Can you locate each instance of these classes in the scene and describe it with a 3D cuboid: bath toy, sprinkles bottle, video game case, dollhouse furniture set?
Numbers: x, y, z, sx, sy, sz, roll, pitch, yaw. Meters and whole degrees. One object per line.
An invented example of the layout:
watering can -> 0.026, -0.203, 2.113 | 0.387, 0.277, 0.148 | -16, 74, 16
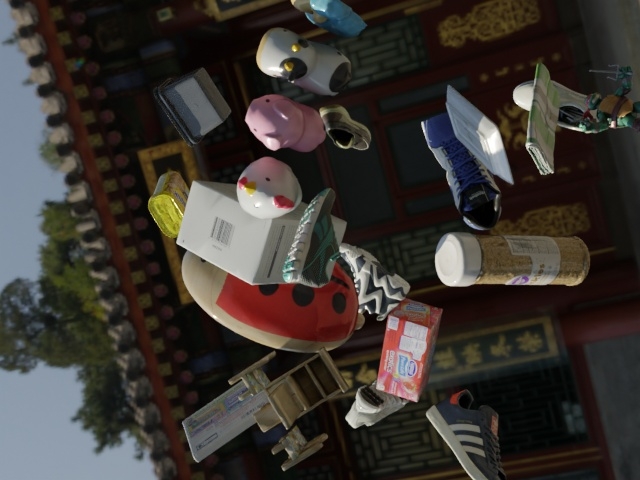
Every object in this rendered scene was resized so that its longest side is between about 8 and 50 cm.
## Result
bath toy -> -0.042, -0.191, 1.240 | 0.129, 0.151, 0.348 | -130, 57, -67
sprinkles bottle -> 0.442, 0.044, 1.901 | 0.121, 0.355, 0.121 | -179, 90, -66
video game case -> -0.215, 0.406, 1.928 | 0.023, 0.212, 0.193 | 59, 172, -19
dollhouse furniture set -> -0.047, 0.325, 1.746 | 0.212, 0.161, 0.242 | 58, -173, 4

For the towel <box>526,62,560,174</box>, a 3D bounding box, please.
towel -> 0.366, -0.196, 1.350 | 0.113, 0.023, 0.152 | 38, -121, -55

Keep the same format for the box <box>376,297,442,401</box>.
box -> 0.251, 0.308, 2.344 | 0.122, 0.128, 0.257 | -42, -36, -58

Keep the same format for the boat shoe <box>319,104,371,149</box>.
boat shoe -> 0.061, -0.263, 2.064 | 0.223, 0.080, 0.073 | 34, -127, -59

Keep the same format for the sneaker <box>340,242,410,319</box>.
sneaker -> 0.110, 0.120, 2.206 | 0.235, 0.153, 0.094 | 36, -168, 21

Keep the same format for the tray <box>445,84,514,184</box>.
tray -> 0.332, -0.227, 1.784 | 0.270, 0.030, 0.145 | -117, 3, -58

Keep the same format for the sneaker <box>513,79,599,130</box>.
sneaker -> 0.597, -0.345, 2.105 | 0.091, 0.258, 0.094 | -31, -50, -40

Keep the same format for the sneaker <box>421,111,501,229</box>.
sneaker -> 0.356, -0.157, 1.958 | 0.182, 0.127, 0.315 | -79, -36, -77

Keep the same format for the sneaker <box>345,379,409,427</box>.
sneaker -> 0.171, 0.498, 2.526 | 0.110, 0.118, 0.292 | 41, -161, 27

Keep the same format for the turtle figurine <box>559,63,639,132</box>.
turtle figurine -> 0.676, -0.306, 1.882 | 0.118, 0.234, 0.175 | 20, -86, -55

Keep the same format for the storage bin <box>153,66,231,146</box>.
storage bin -> -0.239, -0.268, 1.613 | 0.135, 0.091, 0.098 | 58, -155, -19

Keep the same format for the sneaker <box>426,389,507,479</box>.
sneaker -> 0.406, 0.505, 2.072 | 0.131, 0.148, 0.350 | 52, 180, -42

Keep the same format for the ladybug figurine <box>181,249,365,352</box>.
ladybug figurine -> -0.093, 0.095, 1.921 | 0.305, 0.449, 0.162 | -82, 18, -46

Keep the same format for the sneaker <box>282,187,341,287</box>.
sneaker -> 0.000, 0.000, 1.285 | 0.065, 0.076, 0.166 | -31, 37, 67

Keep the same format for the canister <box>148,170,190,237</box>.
canister -> -0.396, -0.101, 2.219 | 0.170, 0.073, 0.126 | -93, -22, -62

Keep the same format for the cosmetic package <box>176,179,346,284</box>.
cosmetic package -> -0.112, -0.017, 1.615 | 0.225, 0.224, 0.138 | 4, -73, -52
